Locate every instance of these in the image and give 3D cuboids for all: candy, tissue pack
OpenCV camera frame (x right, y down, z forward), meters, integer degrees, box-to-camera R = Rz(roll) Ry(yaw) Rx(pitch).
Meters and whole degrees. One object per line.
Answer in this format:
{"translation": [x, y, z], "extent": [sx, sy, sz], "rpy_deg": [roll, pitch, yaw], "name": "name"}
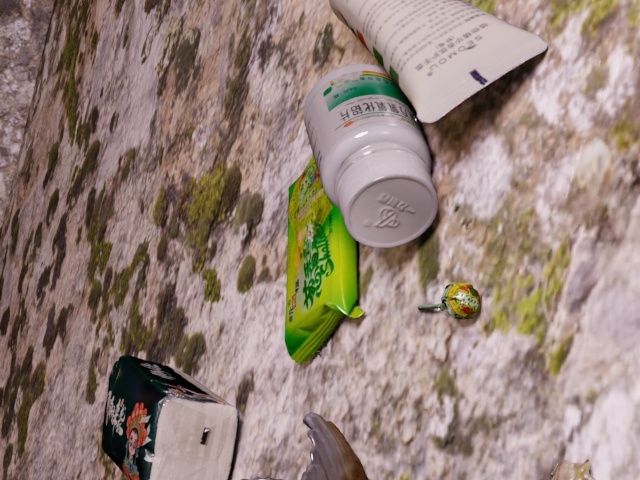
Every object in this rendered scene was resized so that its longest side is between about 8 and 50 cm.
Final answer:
{"translation": [-0.001, 0.000, 0.912], "extent": [0.102, 0.032, 0.178], "rpy_deg": [-43, 40, 50], "name": "candy"}
{"translation": [0.078, 0.040, 0.734], "extent": [0.083, 0.025, 0.023], "rpy_deg": [166, 99, -70], "name": "candy"}
{"translation": [-0.144, 0.175, 1.050], "extent": [0.170, 0.090, 0.103], "rpy_deg": [14, 92, 66], "name": "tissue pack"}

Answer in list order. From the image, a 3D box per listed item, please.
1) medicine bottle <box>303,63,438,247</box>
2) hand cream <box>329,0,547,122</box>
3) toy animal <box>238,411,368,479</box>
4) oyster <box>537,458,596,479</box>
{"translation": [0.036, -0.061, 0.807], "extent": [0.080, 0.080, 0.130], "rpy_deg": [-60, 29, 31], "name": "medicine bottle"}
{"translation": [0.065, -0.156, 0.821], "extent": [0.095, 0.059, 0.276], "rpy_deg": [-33, 31, 0], "name": "hand cream"}
{"translation": [-0.017, 0.226, 0.655], "extent": [0.197, 0.272, 0.160], "rpy_deg": [50, 151, 10], "name": "toy animal"}
{"translation": [0.098, 0.193, 0.573], "extent": [0.166, 0.053, 0.108], "rpy_deg": [-58, 39, 19], "name": "oyster"}
